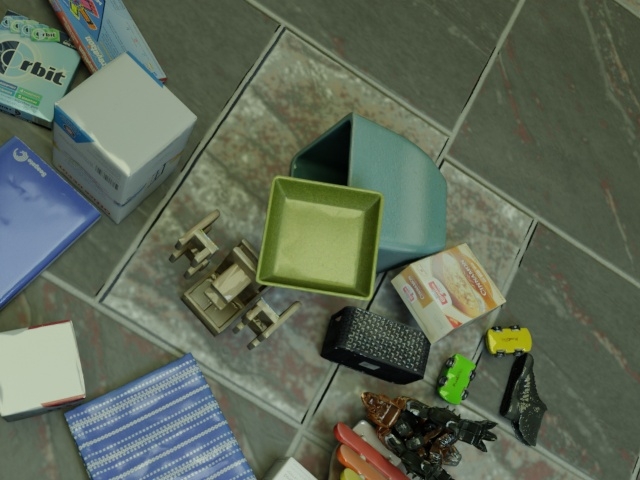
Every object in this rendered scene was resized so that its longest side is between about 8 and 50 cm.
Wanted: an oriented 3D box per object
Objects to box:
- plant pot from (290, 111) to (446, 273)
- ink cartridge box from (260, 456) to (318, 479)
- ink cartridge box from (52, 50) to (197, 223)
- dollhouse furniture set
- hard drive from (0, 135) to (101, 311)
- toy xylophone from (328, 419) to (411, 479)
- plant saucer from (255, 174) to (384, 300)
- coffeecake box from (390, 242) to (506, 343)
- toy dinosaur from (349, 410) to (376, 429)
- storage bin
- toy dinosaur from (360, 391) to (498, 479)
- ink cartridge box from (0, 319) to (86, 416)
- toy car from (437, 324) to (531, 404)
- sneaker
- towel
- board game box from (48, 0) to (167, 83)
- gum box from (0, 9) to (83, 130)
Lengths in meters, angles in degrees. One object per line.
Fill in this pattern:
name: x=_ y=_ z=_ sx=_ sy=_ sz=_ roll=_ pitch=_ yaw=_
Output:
plant pot: x=0.101 y=-0.060 z=1.542 sx=0.252 sy=0.247 sz=0.247 roll=12 pitch=69 yaw=-27
ink cartridge box: x=-0.071 y=0.504 z=1.378 sx=0.158 sy=0.092 sz=0.218 roll=42 pitch=67 yaw=-2
ink cartridge box: x=-0.351 y=-0.174 z=1.419 sx=0.171 sy=0.232 sz=0.168 roll=44 pitch=63 yaw=-1
dollhouse furniture set: x=-0.136 y=0.060 z=1.413 sx=0.161 sy=0.242 sz=0.212 roll=-42 pitch=90 yaw=-25
hard drive: x=-0.572 y=-0.007 z=1.396 sx=0.210 sy=0.040 sz=0.319 roll=42 pitch=65 yaw=-2
toy xylophone: x=0.099 y=0.461 z=1.360 sx=0.236 sy=0.081 sz=0.323 roll=40 pitch=21 yaw=-21
plant saucer: x=0.000 y=0.000 z=1.315 sx=0.188 sy=0.045 sz=0.189 roll=9 pitch=72 yaw=-2
coffeecake box: x=0.245 y=0.097 z=1.536 sx=0.185 sy=0.068 sz=0.142 roll=-18 pitch=69 yaw=-45
toy dinosaur: x=0.094 y=0.356 z=1.511 sx=0.090 sy=0.047 sz=0.082 roll=6 pitch=90 yaw=-28
storage bin: x=0.104 y=0.200 z=1.516 sx=0.180 sy=0.122 sz=0.084 roll=20 pitch=68 yaw=-12
toy dinosaur: x=0.165 y=0.346 z=1.412 sx=0.321 sy=0.218 sz=0.165 roll=13 pitch=97 yaw=-42
ink cartridge box: x=-0.454 y=0.212 z=1.295 sx=0.128 sy=0.176 sz=0.128 roll=-11 pitch=80 yaw=-21
toy car: x=0.286 y=0.223 z=1.609 sx=0.239 sy=0.053 sz=0.225 roll=32 pitch=67 yaw=-6
sneaker: x=0.419 y=0.320 z=1.627 sx=0.089 sy=0.051 sz=0.170 roll=27 pitch=71 yaw=-9
towel: x=-0.251 y=0.377 z=1.332 sx=0.243 sy=0.040 sz=0.336 roll=-24 pitch=68 yaw=-18
board game box: x=-0.423 y=-0.413 z=1.556 sx=0.145 sy=0.027 sz=0.281 roll=-24 pitch=82 yaw=-47
gum box: x=-0.542 y=-0.318 z=1.504 sx=0.156 sy=0.041 sz=0.185 roll=21 pitch=67 yaw=-11
